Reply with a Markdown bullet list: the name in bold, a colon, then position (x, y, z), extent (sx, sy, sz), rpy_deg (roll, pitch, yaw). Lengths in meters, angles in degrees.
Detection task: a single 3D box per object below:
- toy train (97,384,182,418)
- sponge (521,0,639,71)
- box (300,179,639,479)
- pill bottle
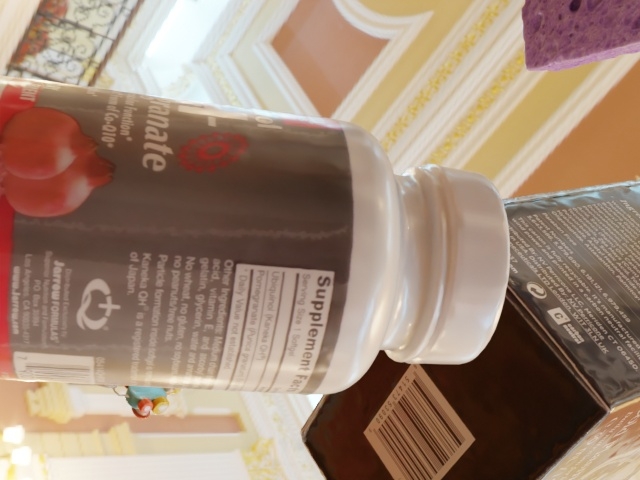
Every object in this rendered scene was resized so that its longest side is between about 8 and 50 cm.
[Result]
- **toy train**: position (-0.253, 0.192, 1.063), extent (0.046, 0.125, 0.166), rpy_deg (-63, -179, 21)
- **sponge**: position (0.171, -0.223, 0.488), extent (0.117, 0.031, 0.210), rpy_deg (-174, -102, -69)
- **box**: position (0.300, 0.192, 1.036), extent (0.297, 0.472, 0.480), rpy_deg (53, -44, 30)
- **pill bottle**: position (-0.056, 0.005, 0.471), extent (0.176, 0.319, 0.176), rpy_deg (-175, -90, -77)
